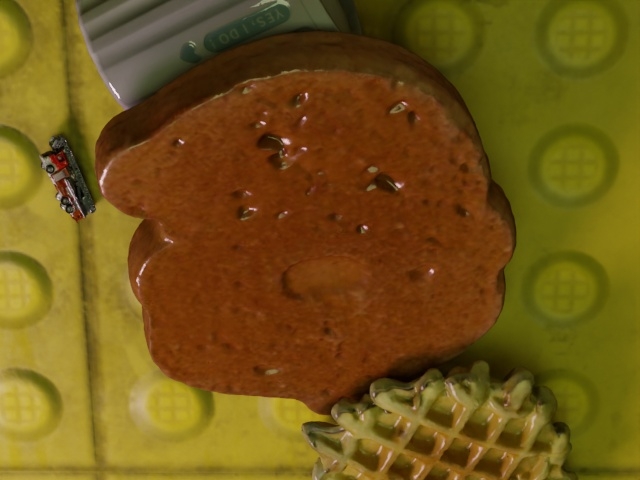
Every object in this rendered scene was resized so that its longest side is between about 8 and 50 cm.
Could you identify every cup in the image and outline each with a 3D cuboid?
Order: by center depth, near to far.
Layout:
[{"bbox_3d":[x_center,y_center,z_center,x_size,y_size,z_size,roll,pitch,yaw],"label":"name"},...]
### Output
[{"bbox_3d":[-0.077,-0.174,1.368,0.202,0.167,0.221,-24,88,14],"label":"cup"}]

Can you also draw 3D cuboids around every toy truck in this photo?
[{"bbox_3d":[-0.237,-0.057,1.507,0.032,0.024,0.083,-28,115,-11],"label":"toy truck"}]

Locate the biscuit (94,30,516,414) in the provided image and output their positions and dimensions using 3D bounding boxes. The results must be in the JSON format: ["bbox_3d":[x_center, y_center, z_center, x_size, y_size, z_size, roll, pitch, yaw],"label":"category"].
[{"bbox_3d":[0.000,-0.001,1.431,0.349,0.078,0.455,-7,137,1],"label":"biscuit"}]

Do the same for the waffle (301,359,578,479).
[{"bbox_3d":[0.117,0.220,1.585,0.261,0.056,0.250,-17,128,12],"label":"waffle"}]
